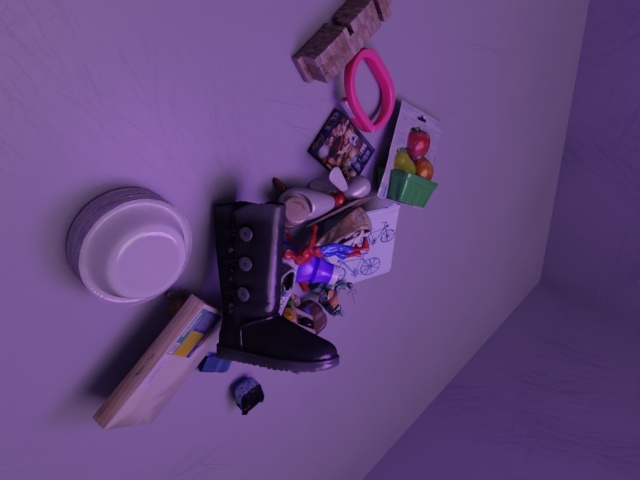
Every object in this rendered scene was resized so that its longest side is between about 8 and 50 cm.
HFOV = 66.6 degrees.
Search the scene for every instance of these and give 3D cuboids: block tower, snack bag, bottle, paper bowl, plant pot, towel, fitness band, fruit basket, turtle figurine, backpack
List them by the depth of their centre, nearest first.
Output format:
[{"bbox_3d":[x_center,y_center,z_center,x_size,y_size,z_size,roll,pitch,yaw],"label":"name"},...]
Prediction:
[{"bbox_3d":[-0.446,0.026,1.185,0.284,0.148,0.285,-25,131,-33],"label":"paper bowl"},{"bbox_3d":[0.071,-0.591,1.392,0.335,0.097,0.091,-49,139,-11],"label":"block tower"},{"bbox_3d":[-0.082,0.071,1.533,0.282,0.092,0.118,17,93,-12],"label":"bottle"},{"bbox_3d":[0.156,-0.474,1.558,0.291,0.054,0.209,42,69,-51],"label":"fitness band"},{"bbox_3d":[-0.349,0.409,1.625,0.119,0.029,0.067,20,98,-52],"label":"towel"},{"bbox_3d":[-0.266,0.550,1.760,0.105,0.084,0.115,-32,139,-30],"label":"backpack"},{"bbox_3d":[-0.073,0.305,1.765,0.165,0.166,0.167,-32,134,-41],"label":"plant pot"},{"bbox_3d":[0.045,0.206,1.770,0.234,0.118,0.175,56,31,-34],"label":"turtle figurine"},{"bbox_3d":[0.136,0.026,1.807,0.322,0.037,0.343,-15,130,-21],"label":"snack bag"},{"bbox_3d":[0.340,-0.311,1.848,0.326,0.165,0.354,7,93,-49],"label":"fruit basket"}]

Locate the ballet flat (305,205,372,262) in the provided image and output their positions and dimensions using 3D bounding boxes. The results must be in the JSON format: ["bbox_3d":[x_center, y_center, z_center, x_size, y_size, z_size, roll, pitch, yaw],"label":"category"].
[{"bbox_3d":[0.026,0.028,1.625,0.348,0.123,0.123,-39,142,9],"label":"ballet flat"}]

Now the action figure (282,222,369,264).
[{"bbox_3d":[0.000,0.000,1.489,0.280,0.139,0.091,-9,159,-31],"label":"action figure"}]

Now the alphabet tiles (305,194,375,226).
[{"bbox_3d":[0.078,-0.103,1.652,0.198,0.009,0.237,-26,178,26],"label":"alphabet tiles"}]

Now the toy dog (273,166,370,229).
[{"bbox_3d":[-0.018,-0.157,1.530,0.333,0.220,0.161,-25,92,-41],"label":"toy dog"}]

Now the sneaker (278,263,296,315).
[{"bbox_3d":[-0.121,0.161,1.431,0.071,0.083,0.191,21,83,-18],"label":"sneaker"}]

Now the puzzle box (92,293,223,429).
[{"bbox_3d":[-0.431,0.351,1.405,0.409,0.052,0.272,-52,163,-9],"label":"puzzle box"}]

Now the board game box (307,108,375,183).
[{"bbox_3d":[0.076,-0.299,1.622,0.165,0.042,0.243,-58,141,-2],"label":"board game box"}]

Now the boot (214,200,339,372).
[{"bbox_3d":[-0.120,0.114,1.334,0.146,0.366,0.446,2,90,-73],"label":"boot"}]

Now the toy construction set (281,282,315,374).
[{"bbox_3d":[-0.144,0.219,1.556,0.237,0.257,0.309,70,38,-54],"label":"toy construction set"}]

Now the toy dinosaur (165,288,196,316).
[{"bbox_3d":[-0.403,0.203,1.433,0.092,0.053,0.183,-22,126,-19],"label":"toy dinosaur"}]
